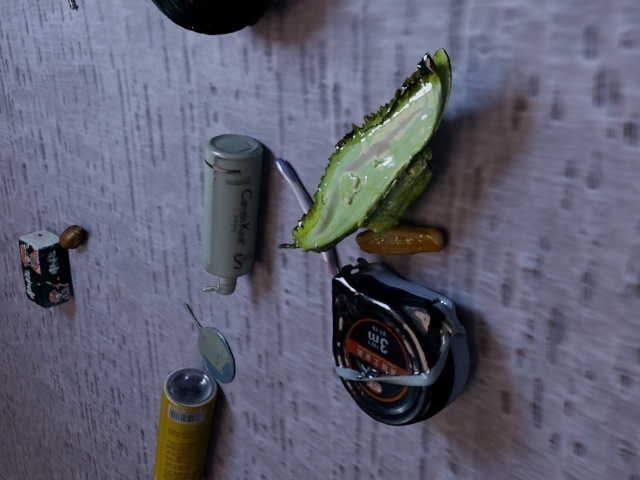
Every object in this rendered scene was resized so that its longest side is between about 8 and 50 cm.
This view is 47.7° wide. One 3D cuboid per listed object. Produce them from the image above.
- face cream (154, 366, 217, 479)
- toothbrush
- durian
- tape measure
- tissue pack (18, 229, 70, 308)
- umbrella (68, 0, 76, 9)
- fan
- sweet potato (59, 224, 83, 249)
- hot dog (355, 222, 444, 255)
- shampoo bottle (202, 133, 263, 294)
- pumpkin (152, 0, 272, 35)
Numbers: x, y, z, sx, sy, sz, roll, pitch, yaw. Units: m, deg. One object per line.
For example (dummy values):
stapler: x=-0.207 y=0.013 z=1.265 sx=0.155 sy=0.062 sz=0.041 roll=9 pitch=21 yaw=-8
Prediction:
face cream: x=-0.277 y=0.411 z=1.458 sx=0.105 sy=0.105 sz=0.349 roll=39 pitch=132 yaw=32
toothbrush: x=0.000 y=0.000 z=1.024 sx=0.027 sy=0.021 sz=0.269 roll=-33 pitch=81 yaw=37
durian: x=0.057 y=-0.080 z=0.855 sx=0.132 sy=0.106 sz=0.375 roll=53 pitch=137 yaw=15
tape measure: x=0.097 y=0.136 z=0.906 sx=0.182 sy=0.107 sz=0.181 roll=26 pitch=121 yaw=40
tissue pack: x=-0.675 y=0.071 z=1.774 sx=0.103 sy=0.090 sz=0.170 roll=22 pitch=123 yaw=38
umbrella: x=-0.483 y=-0.477 z=1.372 sx=0.031 sy=0.020 sz=0.083 roll=-20 pitch=96 yaw=52
fan: x=-0.213 y=0.189 z=1.363 sx=0.175 sy=0.005 sz=0.113 roll=54 pitch=139 yaw=15
sweet potato: x=-0.557 y=-0.011 z=1.637 sx=0.117 sy=0.049 sz=0.049 roll=-28 pitch=84 yaw=51
hot dog: x=0.098 y=-0.004 z=0.904 sx=0.137 sy=0.028 sz=0.044 roll=-3 pitch=130 yaw=52
shampoo bottle: x=-0.139 y=-0.029 z=1.120 sx=0.085 sy=0.085 sz=0.263 roll=32 pitch=128 yaw=36
pumpkin: x=-0.139 y=-0.375 z=0.909 sx=0.233 sy=0.163 sz=0.233 roll=23 pitch=121 yaw=44
